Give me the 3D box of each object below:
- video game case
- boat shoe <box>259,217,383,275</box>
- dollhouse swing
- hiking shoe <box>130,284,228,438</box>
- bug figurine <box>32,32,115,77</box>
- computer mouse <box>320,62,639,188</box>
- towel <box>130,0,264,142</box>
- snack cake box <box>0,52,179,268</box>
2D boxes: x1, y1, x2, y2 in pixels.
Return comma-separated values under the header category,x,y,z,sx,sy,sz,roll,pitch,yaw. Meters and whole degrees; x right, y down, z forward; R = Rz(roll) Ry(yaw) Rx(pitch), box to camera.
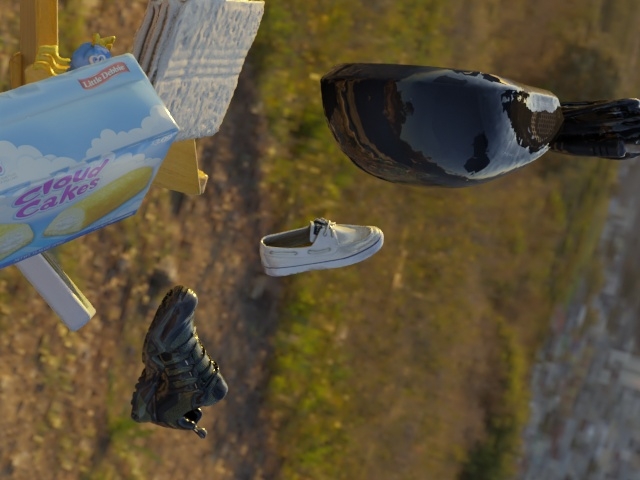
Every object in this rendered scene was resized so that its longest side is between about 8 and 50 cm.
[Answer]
category,x,y,z,sx,sy,sz,roll,pitch,yaw
video game case,-0.405,-0.021,1.827,0.036,0.329,0.300,-39,-176,-7
boat shoe,0.000,0.000,1.139,0.035,0.100,0.035,-99,178,-53
dollhouse swing,-0.289,-0.261,1.981,0.347,0.315,0.305,-149,-106,-73
hiking shoe,-0.164,0.150,1.793,0.086,0.114,0.227,-72,179,-50
bug figurine,-0.345,-0.134,1.513,0.279,0.072,0.216,-15,157,-26
computer mouse,0.097,-0.068,0.932,0.272,0.188,0.072,-1,97,-59
towel,-0.155,-0.199,1.647,0.187,0.049,0.282,-67,166,14
snack cake box,-0.265,-0.048,1.203,0.264,0.089,0.152,-24,164,-33
